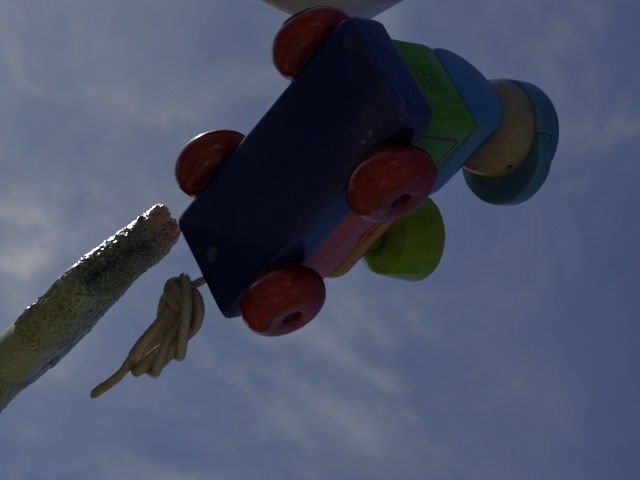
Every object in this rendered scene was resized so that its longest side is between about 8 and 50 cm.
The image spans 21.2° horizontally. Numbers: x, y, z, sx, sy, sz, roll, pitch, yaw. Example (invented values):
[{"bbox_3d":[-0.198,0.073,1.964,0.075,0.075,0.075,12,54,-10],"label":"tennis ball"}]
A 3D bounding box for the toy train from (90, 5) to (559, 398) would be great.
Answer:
[{"bbox_3d":[0.000,0.000,0.856,0.248,0.143,0.105,-48,-124,34],"label":"toy train"}]

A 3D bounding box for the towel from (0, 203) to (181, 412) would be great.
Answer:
[{"bbox_3d":[-0.123,0.035,0.842,0.110,0.148,0.027,-43,-89,18],"label":"towel"}]

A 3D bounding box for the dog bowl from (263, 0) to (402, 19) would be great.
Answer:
[{"bbox_3d":[-0.038,-0.281,1.069,0.102,0.349,0.348,-38,-93,26],"label":"dog bowl"}]
